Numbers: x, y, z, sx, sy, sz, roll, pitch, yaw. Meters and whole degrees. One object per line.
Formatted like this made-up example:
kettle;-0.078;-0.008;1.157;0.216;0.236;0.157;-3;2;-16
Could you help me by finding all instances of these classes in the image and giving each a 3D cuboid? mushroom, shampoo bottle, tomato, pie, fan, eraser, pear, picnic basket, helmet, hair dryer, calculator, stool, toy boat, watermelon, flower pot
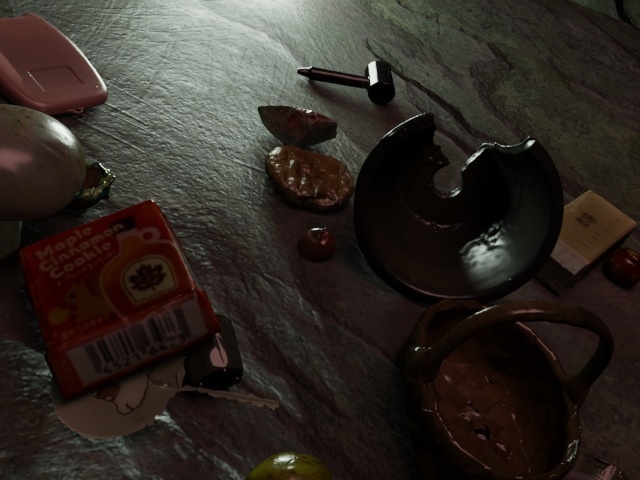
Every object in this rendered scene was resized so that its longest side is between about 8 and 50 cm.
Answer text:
mushroom;-0.477;-0.084;1.170;0.243;0.243;0.243;15;40;-13
shampoo bottle;0.369;0.417;1.135;0.086;0.056;0.227;20;50;29
tomato;0.683;0.055;1.735;0.087;0.075;0.087;15;36;-11
pie;-0.022;-0.127;1.592;0.195;0.046;0.195;15;38;-12
fan;-0.214;0.200;1.073;0.329;0.009;0.191;7;49;9
eraser;0.570;-0.003;1.737;0.144;0.078;0.343;42;42;21
pear;-0.039;0.332;1.024;0.131;0.107;0.107;-1;46;-23
picnic basket;0.281;0.199;1.175;0.293;0.337;0.337;11;41;-17
helmet;0.001;-0.001;1.459;0.084;0.049;0.065;-23;58;-42
hair dryer;0.062;-0.409;1.950;0.248;0.070;0.114;7;43;-9
calculator;-0.570;-0.357;1.561;0.329;0.048;0.220;45;41;19
stool;-0.165;0.168;1.151;0.096;0.096;0.110;-4;52;-31
toy boat;-0.496;-0.129;1.309;0.293;0.099;0.108;22;37;-16
watermelon;-0.053;-0.250;1.686;0.180;0.094;0.081;9;43;4
flower pot;0.249;-0.077;1.503;0.379;0.379;0.251;21;18;-5

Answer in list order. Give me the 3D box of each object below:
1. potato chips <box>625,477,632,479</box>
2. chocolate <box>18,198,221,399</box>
potato chips;0.468;0.429;1.217;0.208;0.062;0.195;37;42;11
chocolate;-0.296;0.071;1.111;0.237;0.108;0.235;-23;50;-12
